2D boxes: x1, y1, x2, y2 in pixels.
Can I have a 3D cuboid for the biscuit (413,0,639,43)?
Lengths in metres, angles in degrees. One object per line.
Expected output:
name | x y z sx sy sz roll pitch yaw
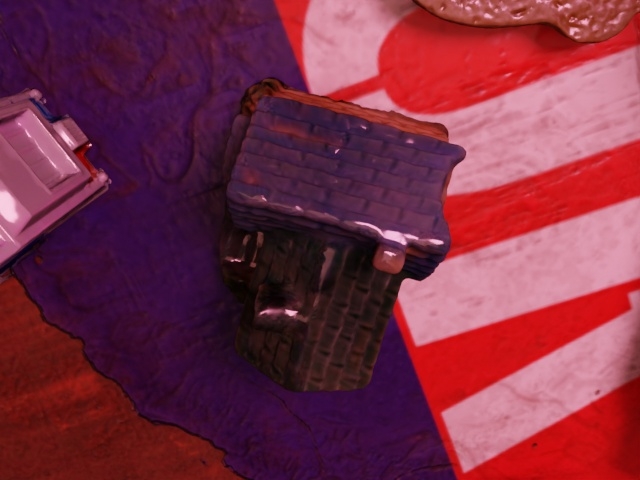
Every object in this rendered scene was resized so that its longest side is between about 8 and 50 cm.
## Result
biscuit | 0.136 -0.227 0.443 0.208 0.049 0.181 5 110 1

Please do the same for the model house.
model house | 0.000 0.000 0.468 0.166 0.172 0.183 13 111 -3

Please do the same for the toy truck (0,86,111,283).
toy truck | -0.253 -0.007 0.429 0.155 0.268 0.124 -34 106 12
